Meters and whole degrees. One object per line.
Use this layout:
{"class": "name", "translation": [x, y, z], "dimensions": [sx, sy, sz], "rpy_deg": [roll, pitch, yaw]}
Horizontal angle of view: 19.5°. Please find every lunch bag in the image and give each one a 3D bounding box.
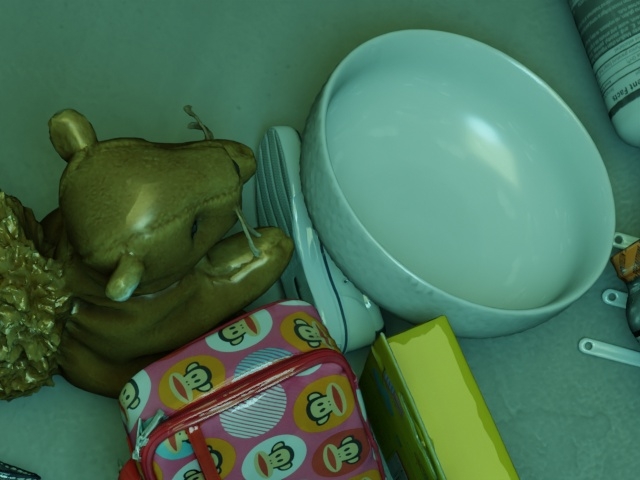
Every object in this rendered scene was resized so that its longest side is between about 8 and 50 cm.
{"class": "lunch bag", "translation": [-0.078, 0.215, 1.806], "dimensions": [0.258, 0.293, 0.120], "rpy_deg": [-25, 44, -9]}

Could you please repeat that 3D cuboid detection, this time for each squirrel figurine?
{"class": "squirrel figurine", "translation": [-0.224, 0.025, 1.798], "dimensions": [0.397, 0.370, 0.281], "rpy_deg": [-15, 78, -5]}

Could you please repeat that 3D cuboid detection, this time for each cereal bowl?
{"class": "cereal bowl", "translation": [0.124, -0.041, 1.913], "dimensions": [0.339, 0.141, 0.339], "rpy_deg": [14, 54, -20]}

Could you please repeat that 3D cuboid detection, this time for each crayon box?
{"class": "crayon box", "translation": [0.116, 0.194, 1.797], "dimensions": [0.081, 0.318, 0.202], "rpy_deg": [-22, 79, -7]}

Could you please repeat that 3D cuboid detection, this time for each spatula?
{"class": "spatula", "translation": [0.408, 0.083, 1.989], "dimensions": [0.242, 0.019, 0.168], "rpy_deg": [16, 83, 1]}

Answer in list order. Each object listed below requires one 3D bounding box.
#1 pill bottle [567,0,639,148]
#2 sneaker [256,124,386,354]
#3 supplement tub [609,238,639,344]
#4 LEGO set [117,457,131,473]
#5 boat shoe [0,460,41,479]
{"class": "pill bottle", "translation": [0.373, -0.204, 1.971], "dimensions": [0.176, 0.176, 0.318], "rpy_deg": [-17, 78, -6]}
{"class": "sneaker", "translation": [0.000, 0.000, 1.968], "dimensions": [0.091, 0.094, 0.258], "rpy_deg": [-7, 76, -29]}
{"class": "supplement tub", "translation": [0.439, 0.111, 1.876], "dimensions": [0.194, 0.193, 0.316], "rpy_deg": [-31, 86, -8]}
{"class": "LEGO set", "translation": [-0.190, 0.250, 1.925], "dimensions": [0.054, 0.023, 0.083], "rpy_deg": [19, 77, 2]}
{"class": "boat shoe", "translation": [-0.423, 0.177, 1.879], "dimensions": [0.341, 0.127, 0.158], "rpy_deg": [13, 84, 2]}
